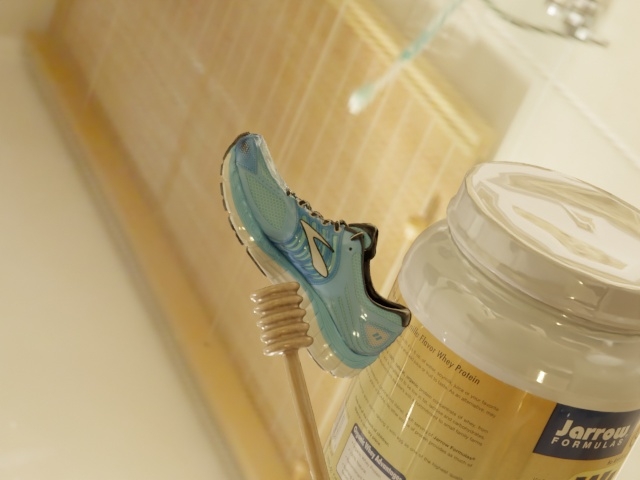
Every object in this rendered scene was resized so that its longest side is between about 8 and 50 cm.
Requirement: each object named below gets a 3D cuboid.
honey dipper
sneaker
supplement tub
[{"bbox_3d":[-0.007,0.103,0.798,0.030,0.030,0.161,-6,-103,-45],"label":"honey dipper"},{"bbox_3d":[0.000,0.000,0.860,0.162,0.073,0.063,57,-165,-1],"label":"sneaker"},{"bbox_3d":[0.145,0.118,1.130,0.228,0.316,0.228,17,-154,-9],"label":"supplement tub"}]
